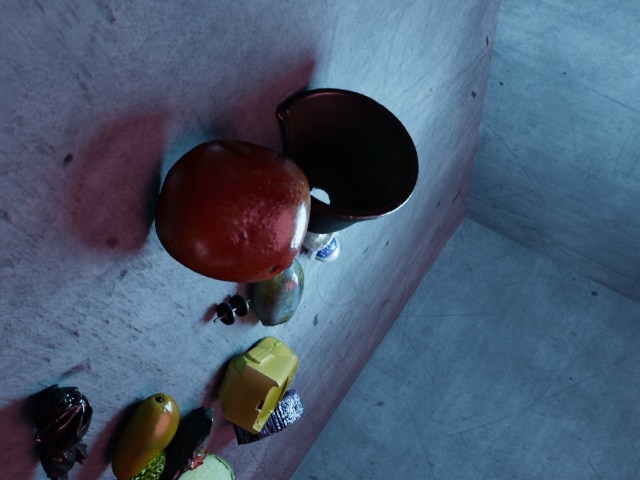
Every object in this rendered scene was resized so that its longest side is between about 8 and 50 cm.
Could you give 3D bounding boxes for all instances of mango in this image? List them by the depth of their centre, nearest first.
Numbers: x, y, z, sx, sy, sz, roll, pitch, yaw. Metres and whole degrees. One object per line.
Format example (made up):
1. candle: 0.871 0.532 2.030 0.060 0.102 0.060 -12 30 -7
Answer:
1. mango: -0.454 0.511 1.378 0.254 0.113 0.138 -59 157 3

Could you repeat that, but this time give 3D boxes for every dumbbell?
1. dumbbell: -0.247 0.195 1.486 0.147 0.069 0.069 -31 144 -50

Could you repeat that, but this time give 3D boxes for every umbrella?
1. umbrella: -0.548 0.437 1.113 0.118 0.118 0.340 -29 146 -52

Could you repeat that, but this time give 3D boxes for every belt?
1. belt: -0.192 0.652 1.975 0.260 0.122 0.325 -25 174 0

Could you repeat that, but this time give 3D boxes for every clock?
1. clock: -0.194 0.469 1.804 0.244 0.200 0.317 -63 166 15

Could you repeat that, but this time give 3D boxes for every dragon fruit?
1. dragon fruit: -0.416 0.706 1.745 0.116 0.086 0.081 -33 108 -61

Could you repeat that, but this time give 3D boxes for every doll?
1. doll: 0.000 0.000 1.726 0.138 0.119 0.293 -41 161 -3

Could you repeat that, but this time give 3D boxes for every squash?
1. squash: -0.395 0.843 1.775 0.220 0.220 0.133 -39 146 -41

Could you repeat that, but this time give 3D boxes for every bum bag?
1. bum bag: -0.415 0.637 1.609 0.326 0.079 0.142 -55 -158 -3

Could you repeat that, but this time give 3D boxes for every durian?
1. durian: -0.510 0.659 1.527 0.215 0.086 0.100 -43 -174 -28

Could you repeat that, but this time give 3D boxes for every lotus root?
1. lotus root: -0.130 0.179 1.626 0.158 0.139 0.322 -40 153 -40

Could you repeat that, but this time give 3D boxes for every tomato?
1. tomato: -0.165 -0.033 1.063 0.338 0.144 0.339 -8 122 -13

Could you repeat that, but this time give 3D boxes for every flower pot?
1. flower pot: 0.041 -0.164 1.348 0.379 0.379 0.251 -46 171 -31
